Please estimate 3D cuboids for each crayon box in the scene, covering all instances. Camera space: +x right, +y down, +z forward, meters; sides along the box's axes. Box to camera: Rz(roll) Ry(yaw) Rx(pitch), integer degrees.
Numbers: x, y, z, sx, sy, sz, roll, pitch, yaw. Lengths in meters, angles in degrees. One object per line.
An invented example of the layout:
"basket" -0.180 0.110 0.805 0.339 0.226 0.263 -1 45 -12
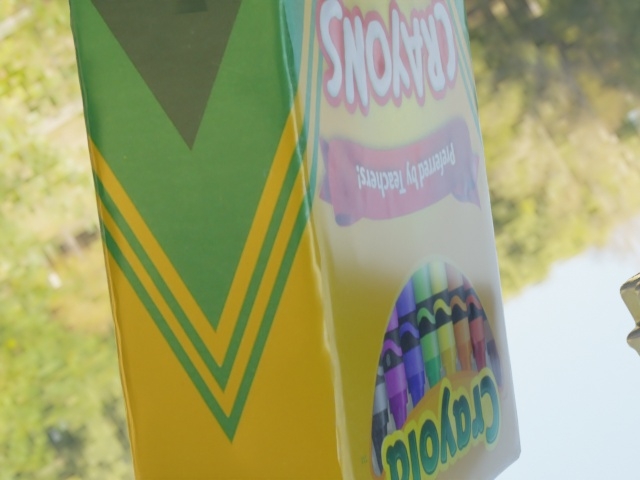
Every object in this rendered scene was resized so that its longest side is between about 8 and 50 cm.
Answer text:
"crayon box" 0.000 0.000 0.675 0.081 0.318 0.202 -5 -174 21

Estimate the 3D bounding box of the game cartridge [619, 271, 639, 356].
"game cartridge" 0.258 0.119 0.764 0.062 0.297 0.198 -29 179 -33
